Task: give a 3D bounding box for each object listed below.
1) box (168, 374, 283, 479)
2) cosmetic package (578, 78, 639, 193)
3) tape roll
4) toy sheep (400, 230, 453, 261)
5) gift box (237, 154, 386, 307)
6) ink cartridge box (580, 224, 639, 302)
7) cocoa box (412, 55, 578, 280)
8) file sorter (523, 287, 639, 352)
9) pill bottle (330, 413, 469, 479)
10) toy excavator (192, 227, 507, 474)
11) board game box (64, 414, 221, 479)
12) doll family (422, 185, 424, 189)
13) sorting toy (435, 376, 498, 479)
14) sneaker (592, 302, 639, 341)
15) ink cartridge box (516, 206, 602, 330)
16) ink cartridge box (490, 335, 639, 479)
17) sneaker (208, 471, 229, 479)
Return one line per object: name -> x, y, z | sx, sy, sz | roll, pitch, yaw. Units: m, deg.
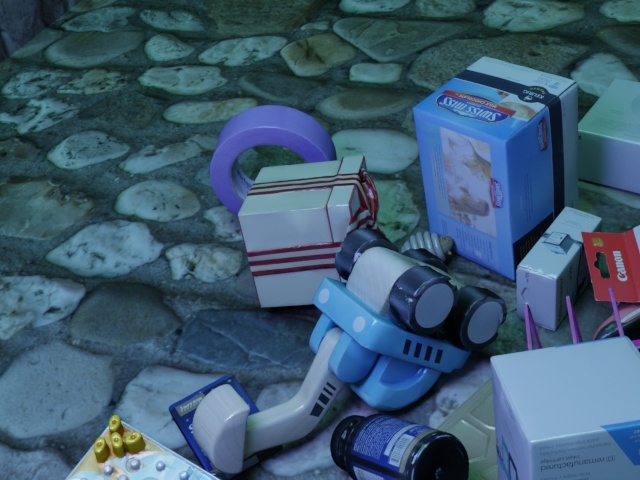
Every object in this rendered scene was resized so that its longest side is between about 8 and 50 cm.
box -> -0.180, 0.327, 1.605 | 0.136, 0.037, 0.225 | -28, 40, -17
cosmetic package -> 0.697, -0.221, 1.935 | 0.224, 0.138, 0.224 | 19, 48, 34
tape roll -> -0.103, -0.161, 1.983 | 0.274, 0.275, 0.090 | -5, 41, 11
toy sheep -> 0.209, 0.023, 1.826 | 0.132, 0.091, 0.091 | -23, 38, 11
gift box -> 0.000, 0.000, 1.784 | 0.258, 0.255, 0.276 | -5, 33, 13
ink cartridge box -> 0.582, 0.031, 1.549 | 0.224, 0.056, 0.181 | 4, 42, 2
cocoa box -> 0.354, -0.143, 1.771 | 0.228, 0.347, 0.231 | -37, 44, -26
file sorter -> 0.474, 0.182, 1.374 | 0.290, 0.202, 0.182 | -13, 32, 17
pill bottle -> 0.115, 0.339, 1.397 | 0.123, 0.123, 0.219 | -38, 23, -28
toy excavator -> 0.047, 0.213, 1.531 | 0.222, 0.432, 0.445 | 35, 101, 49
board game box -> -0.268, 0.492, 1.287 | 0.390, 0.050, 0.390 | 25, 57, 18
doll family -> 0.317, -0.166, 2.026 | 0.193, 0.076, 0.111 | -25, 59, -21
sorting toy -> 0.332, 0.356, 1.425 | 0.229, 0.041, 0.307 | -33, 43, -28
sneaker -> 0.576, 0.126, 1.595 | 0.313, 0.116, 0.136 | -26, 30, -25
ink cartridge box -> 0.448, 0.052, 1.674 | 0.082, 0.140, 0.191 | 20, 50, 32
ink cartridge box -> 0.354, 0.305, 1.205 | 0.198, 0.270, 0.197 | -9, 25, 0
sneaker -> -0.210, 0.486, 1.384 | 0.108, 0.100, 0.272 | 18, 54, 20
